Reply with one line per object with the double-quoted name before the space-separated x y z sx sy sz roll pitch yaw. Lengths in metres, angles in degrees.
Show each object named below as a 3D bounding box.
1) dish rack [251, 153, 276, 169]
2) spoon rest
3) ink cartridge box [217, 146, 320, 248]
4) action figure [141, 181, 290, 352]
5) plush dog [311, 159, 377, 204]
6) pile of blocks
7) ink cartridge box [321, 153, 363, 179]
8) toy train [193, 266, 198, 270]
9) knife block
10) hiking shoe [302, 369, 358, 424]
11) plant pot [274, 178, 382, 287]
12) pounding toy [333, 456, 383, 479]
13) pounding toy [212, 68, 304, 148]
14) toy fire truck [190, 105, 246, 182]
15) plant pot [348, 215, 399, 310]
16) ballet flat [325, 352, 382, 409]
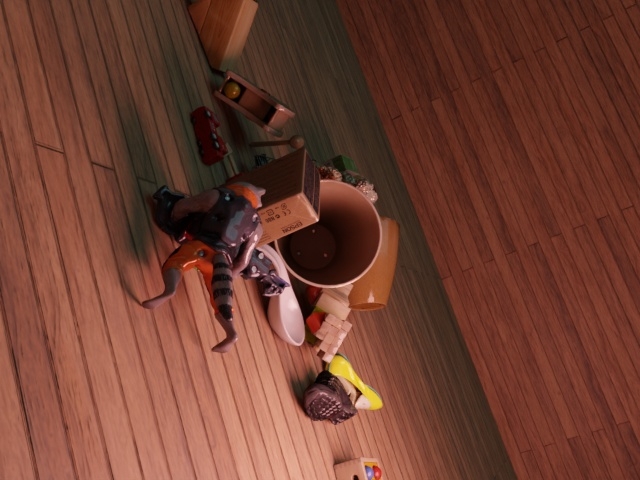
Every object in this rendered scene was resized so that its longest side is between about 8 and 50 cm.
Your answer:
"dish rack" -0.112 -0.129 1.827 0.208 0.074 0.271 68 19 8
"spoon rest" -0.100 0.116 1.531 0.276 0.084 0.137 61 19 -15
"ink cartridge box" -0.120 -0.082 1.472 0.088 0.235 0.193 56 21 -31
"action figure" -0.157 0.035 1.259 0.341 0.179 0.330 33 52 -31
"plush dog" 0.021 -0.161 2.140 0.225 0.210 0.262 44 -3 -21
"pile of blocks" -0.003 0.184 1.717 0.113 0.149 0.362 32 17 -6
"ink cartridge box" 0.069 -0.249 2.428 0.209 0.109 0.062 3 66 -70
"toy train" -0.224 0.056 1.343 0.083 0.024 0.017 36 35 -57
"knife block" -0.224 -0.623 1.830 0.275 0.242 0.088 69 19 5
"hiking shoe" 0.006 0.358 1.571 0.114 0.086 0.227 62 7 32
"plant pot" 0.000 0.000 1.697 0.274 0.257 0.256 136 -67 -79
"pounding toy" 0.116 0.576 1.550 0.130 0.100 0.141 34 37 -59
"pounding toy" -0.167 -0.317 1.780 0.270 0.154 0.154 33 11 -4
"toy fire truck" -0.237 -0.213 1.602 0.135 0.047 0.192 28 41 -63
"plant pot" 0.137 0.082 2.073 0.237 0.237 0.254 32 51 -61
"ballet flat" 0.081 0.390 1.752 0.231 0.077 0.077 54 43 -28
